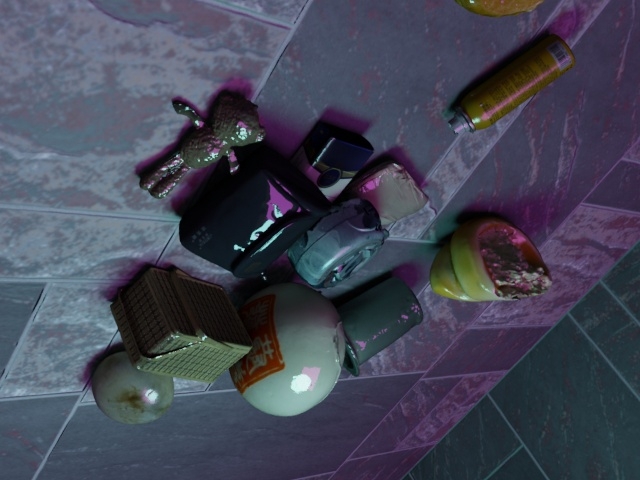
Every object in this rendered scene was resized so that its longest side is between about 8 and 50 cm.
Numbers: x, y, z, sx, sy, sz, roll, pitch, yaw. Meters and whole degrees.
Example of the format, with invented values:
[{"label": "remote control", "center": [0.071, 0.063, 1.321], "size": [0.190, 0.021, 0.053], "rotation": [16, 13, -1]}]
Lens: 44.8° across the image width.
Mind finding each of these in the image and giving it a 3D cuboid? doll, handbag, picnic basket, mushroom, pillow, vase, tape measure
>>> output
[{"label": "doll", "center": [-0.249, -0.192, 1.670], "size": [0.203, 0.091, 0.285], "rotation": [24, 110, -14]}, {"label": "handbag", "center": [-0.140, -0.031, 1.811], "size": [0.302, 0.178, 0.275], "rotation": [-40, 118, 20]}, {"label": "picnic basket", "center": [-0.348, 0.214, 1.978], "size": [0.175, 0.228, 0.313], "rotation": [-42, 146, 17]}, {"label": "mushroom", "center": [-0.511, 0.397, 2.135], "size": [0.227, 0.178, 0.226], "rotation": [6, 125, 9]}, {"label": "pillow", "center": [0.184, -0.124, 2.131], "size": [0.173, 0.067, 0.270], "rotation": [-34, 147, 11]}, {"label": "vase", "center": [0.167, 0.262, 2.485], "size": [0.291, 0.245, 0.245], "rotation": [-30, 147, -16]}, {"label": "tape measure", "center": [0.053, 0.012, 2.032], "size": [0.275, 0.147, 0.256], "rotation": [-35, 162, -3]}]

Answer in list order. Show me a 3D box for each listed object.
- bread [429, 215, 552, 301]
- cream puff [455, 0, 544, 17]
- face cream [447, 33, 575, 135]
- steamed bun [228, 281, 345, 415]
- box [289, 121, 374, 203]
[{"label": "bread", "center": [0.556, 0.102, 2.489], "size": [0.424, 0.329, 0.245], "rotation": [-2, 137, -46]}, {"label": "cream puff", "center": [0.357, -0.608, 1.506], "size": [0.343, 0.231, 0.327], "rotation": [-23, 141, -3]}, {"label": "face cream", "center": [0.482, -0.389, 2.003], "size": [0.349, 0.105, 0.105], "rotation": [-36, 147, 4]}, {"label": "steamed bun", "center": [-0.122, 0.299, 2.148], "size": [0.241, 0.374, 0.374], "rotation": [7, 130, -42]}, {"label": "box", "center": [-0.004, -0.164, 1.919], "size": [0.168, 0.071, 0.259], "rotation": [10, 130, -45]}]
